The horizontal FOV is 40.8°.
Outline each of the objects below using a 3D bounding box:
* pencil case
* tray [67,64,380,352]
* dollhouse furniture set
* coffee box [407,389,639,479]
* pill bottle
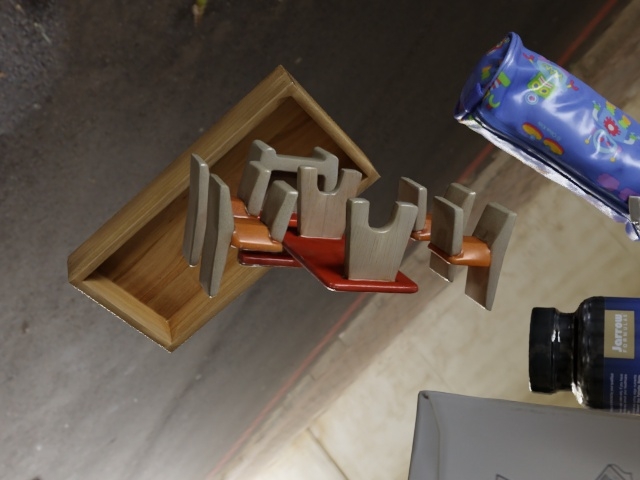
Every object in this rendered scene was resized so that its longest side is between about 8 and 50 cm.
[{"bbox_3d":[0.307,-0.115,1.026,0.119,0.306,0.133,-53,-177,47],"label":"pencil case"},{"bbox_3d":[-0.139,-0.035,1.224,0.411,0.076,0.203,-40,126,11],"label":"tray"},{"bbox_3d":[0.000,0.000,0.796,0.262,0.259,0.135,4,106,-22],"label":"dollhouse furniture set"},{"bbox_3d":[0.211,0.300,0.508,0.334,0.338,0.338,62,36,-67],"label":"coffee box"},{"bbox_3d":[0.331,0.119,0.891,0.219,0.122,0.123,1,178,18],"label":"pill bottle"}]
